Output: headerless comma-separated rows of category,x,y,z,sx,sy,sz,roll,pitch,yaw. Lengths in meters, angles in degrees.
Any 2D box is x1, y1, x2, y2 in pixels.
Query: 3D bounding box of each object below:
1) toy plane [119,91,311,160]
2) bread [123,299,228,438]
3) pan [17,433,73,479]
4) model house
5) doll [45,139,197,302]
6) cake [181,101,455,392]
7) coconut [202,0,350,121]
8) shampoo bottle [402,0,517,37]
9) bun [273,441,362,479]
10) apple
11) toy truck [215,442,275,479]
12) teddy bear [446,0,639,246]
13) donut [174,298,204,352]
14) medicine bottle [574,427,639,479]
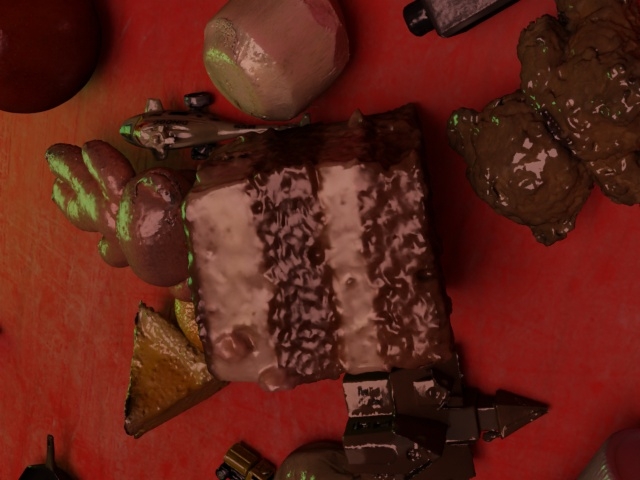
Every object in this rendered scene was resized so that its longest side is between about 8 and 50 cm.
toy plane,-0.141,-0.145,1.337,0.286,0.108,0.092,2,108,16
bread,-0.250,0.200,1.471,0.169,0.160,0.140,42,165,10
pan,-0.450,0.423,1.742,0.128,0.048,0.202,44,124,7
model house,0.164,0.233,1.279,0.248,0.176,0.181,-9,103,15
doll,-0.251,-0.058,1.366,0.303,0.156,0.201,31,139,37
cake,0.000,0.000,1.175,0.290,0.256,0.282,-6,106,6
coconut,-0.043,-0.238,1.212,0.171,0.183,0.171,42,161,18
shampoo bottle,0.197,-0.297,1.097,0.246,0.080,0.079,-26,92,33
bun,0.008,0.370,1.426,0.167,0.113,0.173,50,126,5
apple,-0.414,-0.283,1.378,0.218,0.201,0.218,15,116,33
toy truck,-0.110,0.351,1.525,0.083,0.049,0.054,31,119,18
teddy bear,0.269,-0.119,1.080,0.256,0.156,0.267,-39,88,35
donut,-0.117,0.084,1.384,0.190,0.074,0.174,0,86,16
medicine bottle,0.331,0.427,1.204,0.219,0.219,0.388,34,122,15
